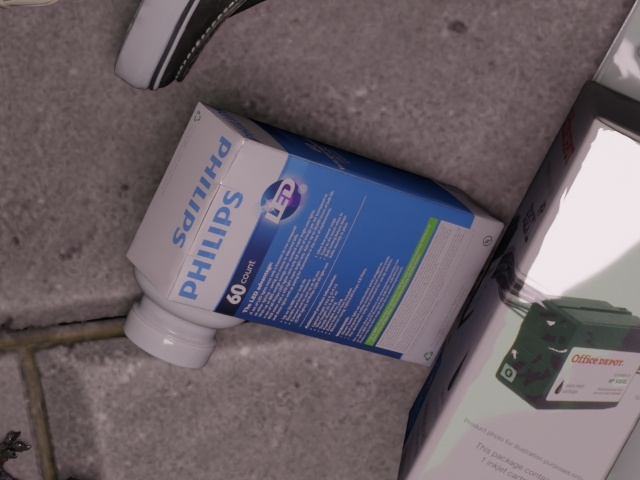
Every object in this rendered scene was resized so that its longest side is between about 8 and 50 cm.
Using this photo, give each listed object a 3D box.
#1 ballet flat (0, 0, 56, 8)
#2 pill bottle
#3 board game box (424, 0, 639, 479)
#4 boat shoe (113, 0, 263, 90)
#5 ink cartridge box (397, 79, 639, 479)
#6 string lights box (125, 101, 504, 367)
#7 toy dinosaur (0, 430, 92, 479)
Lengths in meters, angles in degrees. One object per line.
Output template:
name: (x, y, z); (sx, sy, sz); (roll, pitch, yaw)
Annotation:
ballet flat: (-0.203, -0.250, 1.485); (0.348, 0.123, 0.123); (-36, 96, 12)
pill bottle: (-0.085, 0.004, 1.526); (0.103, 0.103, 0.184); (26, 103, 0)
board game box: (0.338, 0.046, 1.519); (0.390, 0.050, 0.390); (27, 103, -1)
boat shoe: (-0.029, -0.235, 1.459); (0.119, 0.121, 0.335); (35, 106, -7)
ink cartridge box: (0.179, 0.055, 1.397); (0.129, 0.223, 0.307); (27, 103, 0)
string lights box: (0.000, 0.000, 1.457); (0.260, 0.077, 0.133); (17, 106, -37)
toy dinosaur: (-0.244, 0.234, 1.616); (0.268, 0.064, 0.118); (22, 110, 4)
